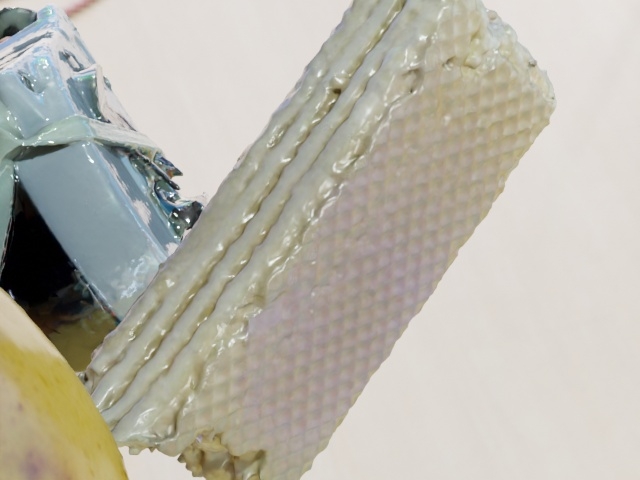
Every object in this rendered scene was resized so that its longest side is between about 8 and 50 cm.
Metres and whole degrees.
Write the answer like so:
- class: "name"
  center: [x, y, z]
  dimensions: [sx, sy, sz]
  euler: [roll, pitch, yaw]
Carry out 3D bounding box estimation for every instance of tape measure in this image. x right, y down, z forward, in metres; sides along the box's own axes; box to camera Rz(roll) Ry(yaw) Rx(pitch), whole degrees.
- class: "tape measure"
  center: [-0.124, -0.021, 0.948]
  dimensions: [0.107, 0.181, 0.182]
  euler: [-34, 20, 5]

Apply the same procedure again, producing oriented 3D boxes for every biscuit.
- class: "biscuit"
  center: [0.000, 0.000, 0.770]
  dimensions: [0.062, 0.108, 0.239]
  euler: [31, 84, 40]

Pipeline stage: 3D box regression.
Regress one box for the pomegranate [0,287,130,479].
- class: "pomegranate"
  center: [-0.200, 0.128, 0.628]
  dimensions: [0.307, 0.307, 0.307]
  euler: [5, 50, -7]
